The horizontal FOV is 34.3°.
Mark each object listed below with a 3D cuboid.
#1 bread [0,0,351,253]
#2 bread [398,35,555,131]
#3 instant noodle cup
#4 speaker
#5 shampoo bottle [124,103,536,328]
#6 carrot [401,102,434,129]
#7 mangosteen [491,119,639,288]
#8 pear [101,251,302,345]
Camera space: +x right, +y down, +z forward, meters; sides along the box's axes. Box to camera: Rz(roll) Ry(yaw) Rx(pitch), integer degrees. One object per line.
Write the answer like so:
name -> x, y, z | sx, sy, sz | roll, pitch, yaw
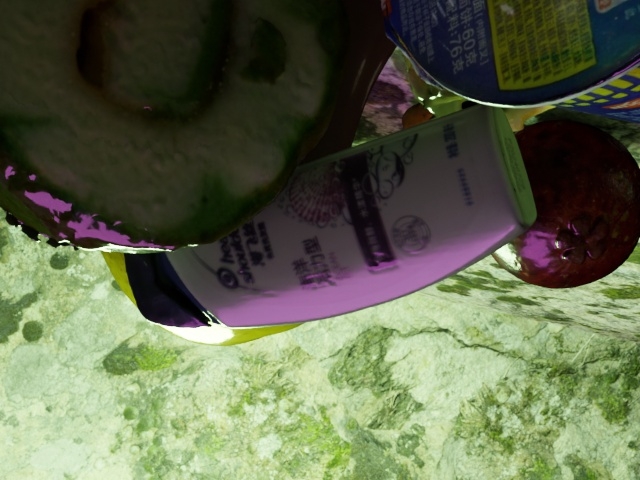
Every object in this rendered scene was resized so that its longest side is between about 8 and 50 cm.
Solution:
bread -> -0.170, -0.172, 0.798 | 0.382, 0.366, 0.129 | 7, 171, -19
bread -> 0.144, -0.193, 0.864 | 0.197, 0.170, 0.197 | -4, 166, -1
instant noodle cup -> 0.243, -0.180, 0.664 | 0.312, 0.284, 0.284 | 12, 171, -38
speaker -> -0.006, -0.110, 1.087 | 0.198, 0.329, 0.259 | 10, 175, 14
shampoo bottle -> 0.000, 0.000, 0.891 | 0.360, 0.134, 0.078 | -18, 179, 23
carrot -> 0.175, -0.163, 1.294 | 0.047, 0.047, 0.191 | 21, 161, -35
mangosteen -> 0.293, -0.059, 1.327 | 0.215, 0.215, 0.257 | 17, -157, -19
pear -> -0.119, -0.027, 1.472 | 0.362, 0.362, 0.418 | 0, 160, 46
